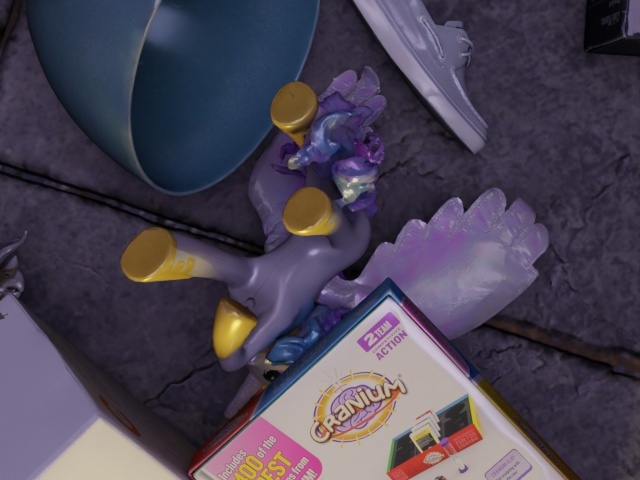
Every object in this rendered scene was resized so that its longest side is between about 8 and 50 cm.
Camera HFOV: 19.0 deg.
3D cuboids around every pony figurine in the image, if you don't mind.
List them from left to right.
[{"bbox_3d":[0.000,0.000,1.775,0.303,0.363,0.351,40,82,22],"label":"pony figurine"}]

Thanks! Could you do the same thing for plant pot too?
[{"bbox_3d":[-0.160,-0.212,1.798,0.195,0.290,0.290,26,89,26],"label":"plant pot"}]

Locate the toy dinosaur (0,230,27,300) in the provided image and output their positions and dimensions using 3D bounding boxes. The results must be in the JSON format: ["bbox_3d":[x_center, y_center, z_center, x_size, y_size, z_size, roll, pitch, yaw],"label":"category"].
[{"bbox_3d":[-0.431,0.085,1.854,0.314,0.121,0.160,-5,79,0],"label":"toy dinosaur"}]

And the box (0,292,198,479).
[{"bbox_3d":[-0.196,0.241,1.728,0.168,0.215,0.345,-45,131,-2],"label":"box"}]

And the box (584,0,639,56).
[{"bbox_3d":[0.448,-0.332,1.867,0.343,0.179,0.312,4,90,-4],"label":"box"}]

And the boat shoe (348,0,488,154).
[{"bbox_3d":[0.109,-0.193,1.893,0.081,0.079,0.227,-36,90,1],"label":"boat shoe"}]

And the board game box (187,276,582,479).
[{"bbox_3d":[0.080,0.227,1.667,0.242,0.064,0.316,-42,97,8],"label":"board game box"}]
